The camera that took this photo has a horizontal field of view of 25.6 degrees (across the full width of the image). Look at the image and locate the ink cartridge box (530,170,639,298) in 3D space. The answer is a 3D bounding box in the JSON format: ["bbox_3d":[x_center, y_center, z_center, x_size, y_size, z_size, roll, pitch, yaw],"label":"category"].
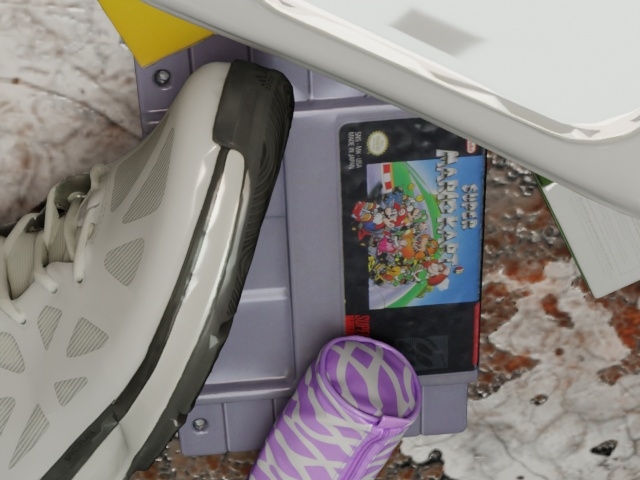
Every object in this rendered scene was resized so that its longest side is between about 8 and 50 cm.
[{"bbox_3d":[0.258,-0.055,0.965,0.209,0.062,0.109,-25,123,10],"label":"ink cartridge box"}]

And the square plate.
[{"bbox_3d":[0.107,-0.205,0.716,0.344,0.049,0.347,24,117,-6],"label":"square plate"}]

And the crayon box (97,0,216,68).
[{"bbox_3d":[-0.014,-0.257,0.787,0.318,0.081,0.202,-25,122,10],"label":"crayon box"}]

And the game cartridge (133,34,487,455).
[{"bbox_3d":[0.000,0.000,0.980,0.230,0.068,0.355,-2,124,0],"label":"game cartridge"}]

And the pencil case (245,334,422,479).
[{"bbox_3d":[0.001,0.161,1.008,0.086,0.088,0.206,10,129,-18],"label":"pencil case"}]

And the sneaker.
[{"bbox_3d":[-0.200,0.037,0.875,0.257,0.169,0.447,25,128,-9],"label":"sneaker"}]
